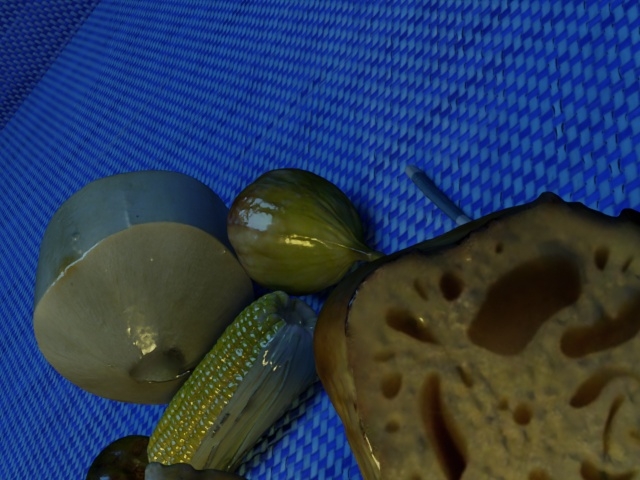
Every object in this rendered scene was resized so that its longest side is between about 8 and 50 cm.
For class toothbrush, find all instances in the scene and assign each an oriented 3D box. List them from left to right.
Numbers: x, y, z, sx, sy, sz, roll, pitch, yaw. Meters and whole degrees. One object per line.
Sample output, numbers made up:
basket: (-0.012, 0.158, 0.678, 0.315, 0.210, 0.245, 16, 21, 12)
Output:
toothbrush: (0.144, -0.027, 1.292, 0.025, 0.019, 0.275, -66, 25, 15)

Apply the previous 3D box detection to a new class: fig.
fig: (-0.271, 0.340, 1.612, 0.185, 0.127, 0.132, -36, 51, 38)
fig: (0.000, 0.000, 1.430, 0.257, 0.159, 0.159, 20, 85, 47)

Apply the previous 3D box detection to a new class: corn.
corn: (-0.102, 0.193, 1.457, 0.123, 0.122, 0.305, 47, 120, 16)

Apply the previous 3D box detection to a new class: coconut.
coconut: (-0.228, 0.066, 1.586, 0.323, 0.323, 0.323, -43, 33, 37)

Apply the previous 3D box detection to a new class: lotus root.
lotus root: (0.145, 0.128, 0.933, 0.250, 0.316, 0.316, 150, 141, -77)

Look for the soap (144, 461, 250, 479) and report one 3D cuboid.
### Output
soap: (-0.047, 0.372, 0.981, 0.156, 0.293, 0.335, -45, 31, 28)
